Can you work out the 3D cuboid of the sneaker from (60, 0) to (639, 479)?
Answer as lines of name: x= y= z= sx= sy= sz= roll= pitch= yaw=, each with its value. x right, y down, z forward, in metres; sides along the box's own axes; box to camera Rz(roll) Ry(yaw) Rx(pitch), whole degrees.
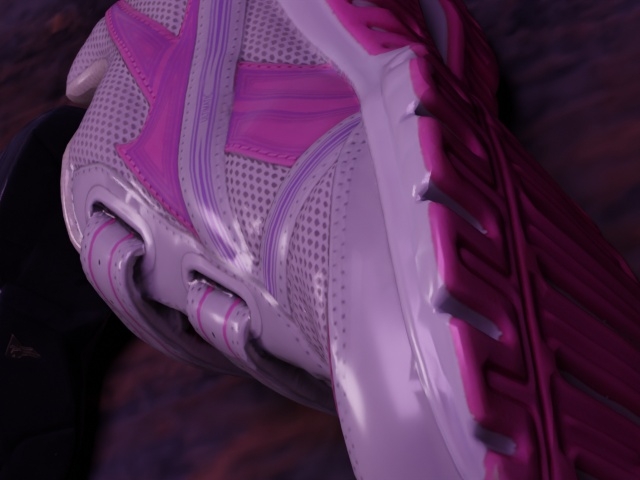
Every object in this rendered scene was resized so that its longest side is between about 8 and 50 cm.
sneaker: x=0.000 y=0.000 z=0.455 sx=0.111 sy=0.103 sz=0.252 roll=-38 pitch=34 yaw=14

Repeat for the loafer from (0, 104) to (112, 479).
loafer: x=-0.101 y=0.043 z=0.532 sx=0.061 sy=0.062 sz=0.170 roll=-22 pitch=37 yaw=56
